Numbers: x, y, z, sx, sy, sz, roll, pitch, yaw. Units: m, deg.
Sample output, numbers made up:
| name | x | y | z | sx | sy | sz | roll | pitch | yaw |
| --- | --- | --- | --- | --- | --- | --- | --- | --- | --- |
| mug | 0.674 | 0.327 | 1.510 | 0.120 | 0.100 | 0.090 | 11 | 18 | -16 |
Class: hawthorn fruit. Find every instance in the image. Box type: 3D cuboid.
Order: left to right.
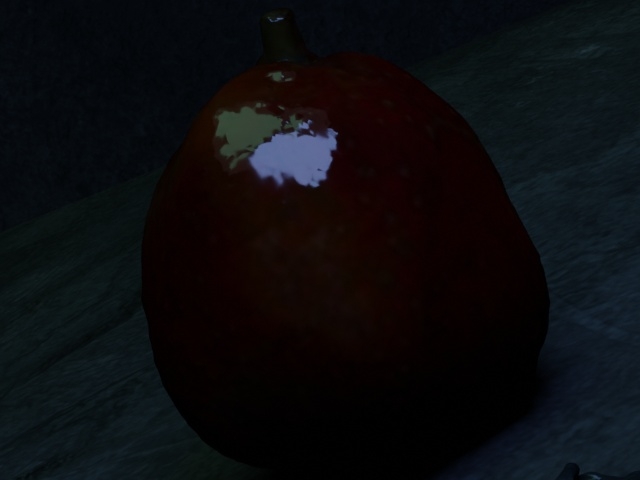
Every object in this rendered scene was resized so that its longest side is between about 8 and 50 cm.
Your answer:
| name | x | y | z | sx | sy | sz | roll | pitch | yaw |
| --- | --- | --- | --- | --- | --- | --- | --- | --- | --- |
| hawthorn fruit | 0.000 | 0.000 | 1.002 | 0.265 | 0.307 | 0.265 | -16 | 12 | 4 |

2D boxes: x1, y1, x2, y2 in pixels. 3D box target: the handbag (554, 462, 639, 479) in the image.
| name | x | y | z | sx | sy | sz | roll | pitch | yaw |
| --- | --- | --- | --- | --- | --- | --- | --- | --- | --- |
| handbag | 0.065 | 0.168 | 0.754 | 0.270 | 0.089 | 0.175 | -15 | 9 | 32 |
